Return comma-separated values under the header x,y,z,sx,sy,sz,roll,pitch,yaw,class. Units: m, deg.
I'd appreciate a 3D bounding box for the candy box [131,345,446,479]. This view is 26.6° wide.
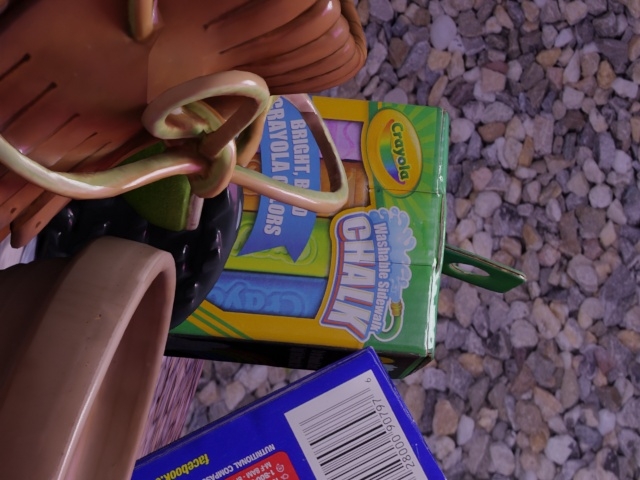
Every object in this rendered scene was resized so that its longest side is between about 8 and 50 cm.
x,y,z,sx,sy,sz,roll,pitch,yaw,class
-0.064,0.195,0.947,0.122,0.268,0.317,63,-6,7,candy box

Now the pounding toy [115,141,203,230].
x,y,z,sx,sy,sz,roll,pitch,yaw,class
-0.084,-0.127,0.540,0.183,0.110,0.236,137,-39,-80,pounding toy

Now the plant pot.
x,y,z,sx,sy,sz,roll,pitch,yaw,class
-0.143,0.102,0.541,0.237,0.110,0.237,-163,-90,-90,plant pot

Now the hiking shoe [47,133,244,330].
x,y,z,sx,sy,sz,roll,pitch,yaw,class
-0.083,-0.081,0.808,0.132,0.113,0.304,-70,177,-63,hiking shoe

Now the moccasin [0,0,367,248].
x,y,z,sx,sy,sz,roll,pitch,yaw,class
-0.034,-0.083,0.367,0.380,0.147,0.139,-50,174,-2,moccasin

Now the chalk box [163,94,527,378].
x,y,z,sx,sy,sz,roll,pitch,yaw,class
0.000,0.000,0.980,0.180,0.289,0.179,110,-15,-79,chalk box
